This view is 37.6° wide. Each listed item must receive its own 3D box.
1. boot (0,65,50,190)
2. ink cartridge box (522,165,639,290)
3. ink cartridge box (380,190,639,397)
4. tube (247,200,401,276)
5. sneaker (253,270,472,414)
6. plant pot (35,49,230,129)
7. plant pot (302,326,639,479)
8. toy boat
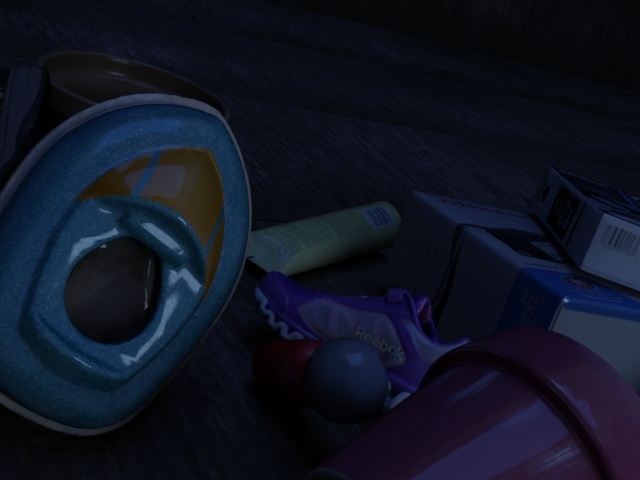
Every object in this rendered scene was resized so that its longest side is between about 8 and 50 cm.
[{"bbox_3d":[-0.391,-0.054,0.784,0.284,0.138,0.377,7,38,-9],"label":"boot"},{"bbox_3d":[0.328,-0.012,1.015,0.165,0.065,0.332,19,13,-3],"label":"ink cartridge box"},{"bbox_3d":[0.233,0.067,0.989,0.223,0.129,0.307,10,17,-25],"label":"ink cartridge box"},{"bbox_3d":[0.000,0.000,1.105,0.070,0.062,0.240,-20,-4,43],"label":"tube"},{"bbox_3d":[0.048,0.082,0.850,0.236,0.104,0.095,31,5,25],"label":"sneaker"},{"bbox_3d":[-0.238,-0.141,1.157,0.237,0.109,0.237,16,22,-7],"label":"plant pot"},{"bbox_3d":[0.092,0.174,0.601,0.180,0.201,0.201,-16,38,-31],"label":"plant pot"},{"bbox_3d":[-0.092,0.041,0.704,0.318,0.267,0.148,35,-18,-27],"label":"toy boat"}]
